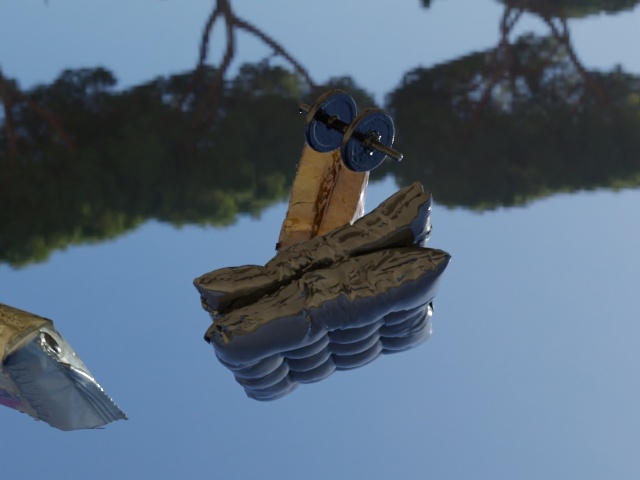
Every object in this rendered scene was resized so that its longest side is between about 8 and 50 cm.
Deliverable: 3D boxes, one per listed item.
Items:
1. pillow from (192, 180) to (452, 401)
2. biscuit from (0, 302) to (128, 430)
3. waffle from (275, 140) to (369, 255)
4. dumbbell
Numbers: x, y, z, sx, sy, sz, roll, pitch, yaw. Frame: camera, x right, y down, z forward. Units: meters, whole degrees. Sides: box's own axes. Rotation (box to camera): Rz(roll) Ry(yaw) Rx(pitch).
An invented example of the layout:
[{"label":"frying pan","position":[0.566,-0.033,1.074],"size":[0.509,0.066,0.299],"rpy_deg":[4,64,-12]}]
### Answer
[{"label":"pillow","position":[0.010,0.069,1.279],"size":[0.228,0.326,0.101],"rpy_deg":[-20,-108,-3]},{"label":"biscuit","position":[-0.367,0.111,1.413],"size":[0.309,0.186,0.079],"rpy_deg":[17,-118,26]},{"label":"waffle","position":[0.000,0.000,1.695],"size":[0.098,0.224,0.328],"rpy_deg":[9,-151,2]},{"label":"dumbbell","position":[0.029,-0.110,1.325],"size":[0.069,0.069,0.147],"rpy_deg":[-22,-142,-36]}]
